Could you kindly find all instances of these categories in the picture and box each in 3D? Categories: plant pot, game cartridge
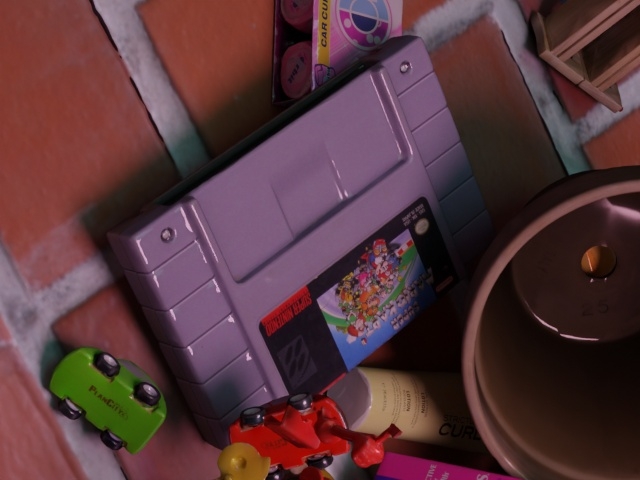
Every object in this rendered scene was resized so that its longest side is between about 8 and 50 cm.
[{"bbox_3d":[0.278,0.059,1.643,0.323,0.280,0.323,0,109,-1],"label":"plant pot"},{"bbox_3d":[0.000,0.000,1.555,0.355,0.068,0.230,-37,112,-29],"label":"game cartridge"}]

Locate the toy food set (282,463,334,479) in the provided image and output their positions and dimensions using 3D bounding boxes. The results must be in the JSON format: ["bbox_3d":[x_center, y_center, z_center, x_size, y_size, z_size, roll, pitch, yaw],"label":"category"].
[{"bbox_3d":[-0.020,0.272,1.538,0.128,0.071,0.218,-41,120,-71],"label":"toy food set"}]

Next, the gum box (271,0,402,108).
[{"bbox_3d":[0.017,-0.213,1.642,0.107,0.062,0.188,10,77,-38],"label":"gum box"}]

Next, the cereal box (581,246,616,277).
[{"bbox_3d":[0.366,0.051,1.895,0.240,0.047,0.173,-25,99,-39],"label":"cereal box"}]

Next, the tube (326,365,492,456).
[{"bbox_3d":[0.111,0.158,1.668,0.240,0.062,0.070,12,116,-42],"label":"tube"}]

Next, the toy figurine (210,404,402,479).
[{"bbox_3d":[0.013,0.326,1.277,0.217,0.191,0.362,37,60,-34],"label":"toy figurine"}]

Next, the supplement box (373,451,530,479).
[{"bbox_3d":[0.149,0.276,1.550,0.111,0.220,0.114,-67,147,-27],"label":"supplement box"}]

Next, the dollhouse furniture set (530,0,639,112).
[{"bbox_3d":[0.309,-0.260,1.873,0.129,0.129,0.184,32,34,-32],"label":"dollhouse furniture set"}]

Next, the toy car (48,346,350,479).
[{"bbox_3d":[-0.119,0.162,1.442,0.225,0.239,0.053,39,18,-2],"label":"toy car"}]
